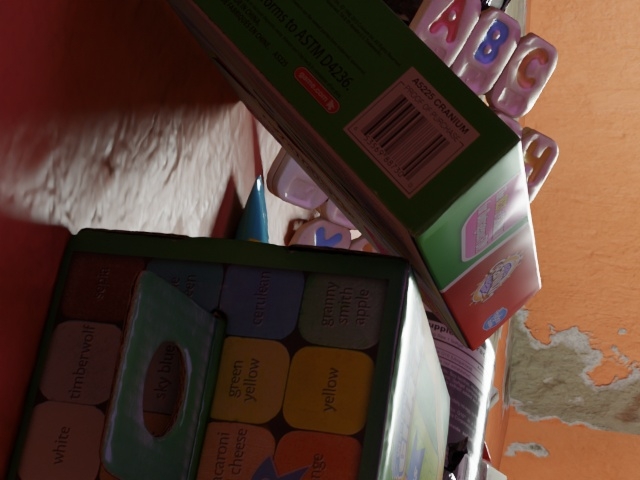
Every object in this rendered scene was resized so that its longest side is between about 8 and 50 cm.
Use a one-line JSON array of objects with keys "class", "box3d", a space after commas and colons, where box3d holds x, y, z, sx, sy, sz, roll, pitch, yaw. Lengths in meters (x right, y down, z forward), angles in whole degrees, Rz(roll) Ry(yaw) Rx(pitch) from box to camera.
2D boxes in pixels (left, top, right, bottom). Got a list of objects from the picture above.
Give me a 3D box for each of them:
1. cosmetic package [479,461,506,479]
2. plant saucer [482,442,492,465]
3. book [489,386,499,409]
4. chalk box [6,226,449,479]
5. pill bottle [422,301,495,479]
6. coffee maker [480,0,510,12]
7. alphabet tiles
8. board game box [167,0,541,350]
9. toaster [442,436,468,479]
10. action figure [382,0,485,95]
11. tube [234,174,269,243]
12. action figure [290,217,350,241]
[{"class": "cosmetic package", "box3d": [0.118, 0.301, 1.537, 0.309, 0.160, 0.113, 47, 51, -72]}, {"class": "plant saucer", "box3d": [0.128, 0.140, 1.567, 0.259, 0.048, 0.258, 42, 30, -74]}, {"class": "book", "box3d": [0.101, 0.182, 1.398, 0.144, 0.096, 0.035, -46, 158, -13]}, {"class": "chalk box", "box3d": [-0.040, 0.109, 0.691, 0.289, 0.179, 0.180, 67, 31, -65]}, {"class": "pill bottle", "box3d": [0.082, 0.153, 1.298, 0.162, 0.162, 0.278, 79, 20, -53]}, {"class": "coffee maker", "box3d": [0.139, -0.236, 1.458, 0.178, 0.120, 0.171, -31, 127, -74]}, {"class": "alphabet tiles", "box3d": [0.084, -0.060, 1.103, 0.284, 0.021, 0.278, 21, 102, -45]}, {"class": "board game box", "box3d": [0.015, -0.069, 0.755, 0.064, 0.242, 0.316, -42, 163, -1]}, {"class": "toaster", "box3d": [0.015, 0.239, 1.023, 0.110, 0.168, 0.185, -52, 147, -66]}, {"class": "action figure", "box3d": [0.097, -0.128, 1.183, 0.141, 0.164, 0.275, 45, -25, 43]}, {"class": "tube", "box3d": [-0.053, 0.061, 0.927, 0.080, 0.052, 0.207, 94, 2, -57]}, {"class": "action figure", "box3d": [0.000, 0.000, 1.162, 0.115, 0.030, 0.038, -1, 91, -72]}]
